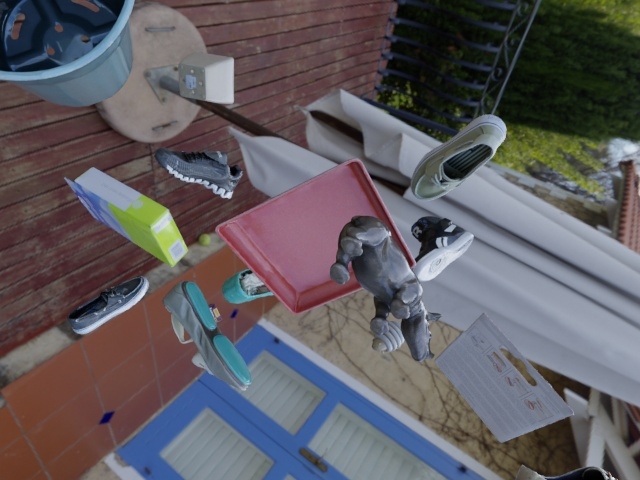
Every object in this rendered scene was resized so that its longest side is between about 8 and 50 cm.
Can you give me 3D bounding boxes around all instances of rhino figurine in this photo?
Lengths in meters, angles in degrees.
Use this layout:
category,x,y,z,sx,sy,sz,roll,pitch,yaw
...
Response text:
category,x,y,z,sx,sy,sz,roll,pitch,yaw
rhino figurine,0.098,0.069,0.557,0.073,0.243,0.106,-25,-159,31

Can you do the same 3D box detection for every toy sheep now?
category,x,y,z,sx,sy,sz,roll,pitch,yaw
toy sheep,0.197,0.268,1.185,0.132,0.091,0.091,-37,151,-23

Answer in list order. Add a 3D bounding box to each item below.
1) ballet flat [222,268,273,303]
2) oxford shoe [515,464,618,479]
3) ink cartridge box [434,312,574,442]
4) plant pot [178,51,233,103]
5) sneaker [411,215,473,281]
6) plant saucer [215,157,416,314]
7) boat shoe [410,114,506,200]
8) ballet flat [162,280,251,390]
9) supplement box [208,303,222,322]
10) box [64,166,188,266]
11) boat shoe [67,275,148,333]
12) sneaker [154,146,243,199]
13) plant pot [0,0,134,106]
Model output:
category,x,y,z,sx,sy,sz,roll,pitch,yaw
ballet flat,-0.111,0.090,0.991,0.247,0.083,0.087,-16,172,-41
oxford shoe,0.509,0.470,0.695,0.140,0.396,0.147,141,-41,-75
ink cartridge box,0.303,0.228,0.703,0.056,0.181,0.225,-25,152,-25
plant pot,-0.279,-0.385,1.001,0.096,0.109,0.109,-53,155,-57
sneaker,0.235,0.011,0.932,0.216,0.121,0.079,-23,138,-40
plant saucer,0.000,0.000,0.722,0.258,0.259,0.048,54,20,-37
boat shoe,0.301,-0.174,0.984,0.094,0.109,0.302,-54,-177,-33
ballet flat,-0.192,0.166,0.690,0.068,0.213,0.072,-37,165,5
supplement box,-0.332,0.222,1.186,0.083,0.055,0.043,-28,-173,-34
box,-0.294,-0.039,0.640,0.042,0.178,0.109,-52,160,-28
boat shoe,-0.369,0.106,0.732,0.142,0.049,0.040,-40,146,-27
sneaker,-0.280,-0.184,1.004,0.106,0.078,0.234,-46,143,16
plant pot,-0.484,-0.400,0.727,0.341,0.341,0.334,-59,-164,-7
